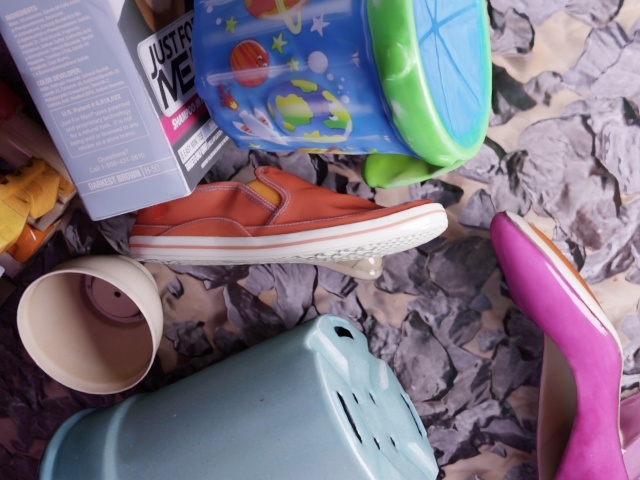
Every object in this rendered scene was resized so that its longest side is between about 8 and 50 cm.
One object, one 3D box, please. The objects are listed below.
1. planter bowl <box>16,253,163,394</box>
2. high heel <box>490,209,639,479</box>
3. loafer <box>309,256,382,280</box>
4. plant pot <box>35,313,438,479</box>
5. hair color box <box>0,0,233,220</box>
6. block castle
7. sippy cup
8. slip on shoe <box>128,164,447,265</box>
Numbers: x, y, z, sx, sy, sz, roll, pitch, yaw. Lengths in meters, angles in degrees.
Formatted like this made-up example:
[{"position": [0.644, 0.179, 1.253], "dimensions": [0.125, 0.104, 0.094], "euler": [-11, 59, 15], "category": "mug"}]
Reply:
[{"position": [-0.252, 0.082, 1.032], "dimensions": [0.162, 0.109, 0.162], "euler": [5, 116, 9], "category": "planter bowl"}, {"position": [0.237, 0.145, 0.944], "dimensions": [0.181, 0.127, 0.377], "euler": [-33, 109, 13], "category": "high heel"}, {"position": [0.000, 0.000, 0.971], "dimensions": [0.148, 0.056, 0.050], "euler": [15, 109, 5], "category": "loafer"}, {"position": [-0.069, 0.265, 0.980], "dimensions": [0.334, 0.341, 0.341], "euler": [-32, 106, 16], "category": "plant pot"}, {"position": [-0.208, -0.231, 0.824], "dimensions": [0.113, 0.185, 0.374], "euler": [-14, 112, 19], "category": "hair color box"}, {"position": [-0.471, 0.039, 0.949], "dimensions": [0.213, 0.303, 0.453], "euler": [38, 116, -7], "category": "block castle"}, {"position": [0.015, -0.174, 0.797], "dimensions": [0.224, 0.240, 0.305], "euler": [-5, 106, 27], "category": "sippy cup"}, {"position": [-0.039, -0.027, 0.895], "dimensions": [0.331, 0.123, 0.101], "euler": [-1, 84, 17], "category": "slip on shoe"}]
